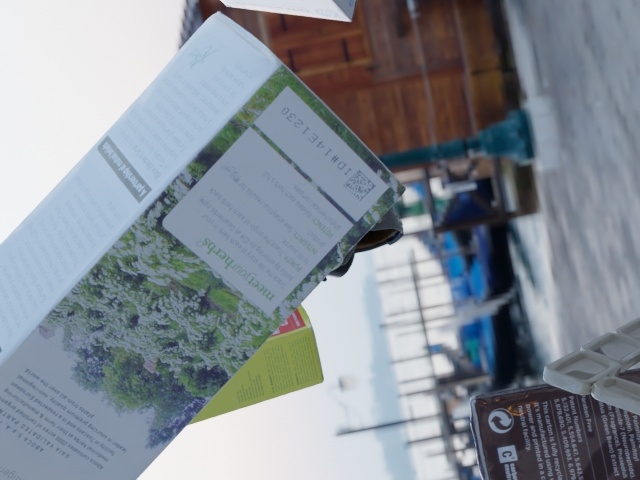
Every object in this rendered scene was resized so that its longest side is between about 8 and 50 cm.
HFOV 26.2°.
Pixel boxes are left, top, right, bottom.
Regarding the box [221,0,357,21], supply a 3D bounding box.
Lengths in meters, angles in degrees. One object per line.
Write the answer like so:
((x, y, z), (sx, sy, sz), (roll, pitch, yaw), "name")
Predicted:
((-0.060, -0.266, 1.328), (0.186, 0.145, 0.038), (28, -106, -69), "box")

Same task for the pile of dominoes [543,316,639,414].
((0.266, 0.101, 0.835), (0.251, 0.196, 0.040), (-13, -62, -57), "pile of dominoes")

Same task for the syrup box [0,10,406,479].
((-0.084, 0.020, 0.632), (0.093, 0.237, 0.096), (42, -178, -32), "syrup box")

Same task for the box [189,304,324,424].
((-0.121, 0.101, 1.067), (0.087, 0.232, 0.058), (-118, 15, -57), "box")

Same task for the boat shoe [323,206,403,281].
((0.000, 0.000, 1.266), (0.233, 0.084, 0.079), (-27, -90, -51), "boat shoe")

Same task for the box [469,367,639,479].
((0.342, 0.194, 1.301), (0.191, 0.381, 0.143), (61, -162, -71), "box")
